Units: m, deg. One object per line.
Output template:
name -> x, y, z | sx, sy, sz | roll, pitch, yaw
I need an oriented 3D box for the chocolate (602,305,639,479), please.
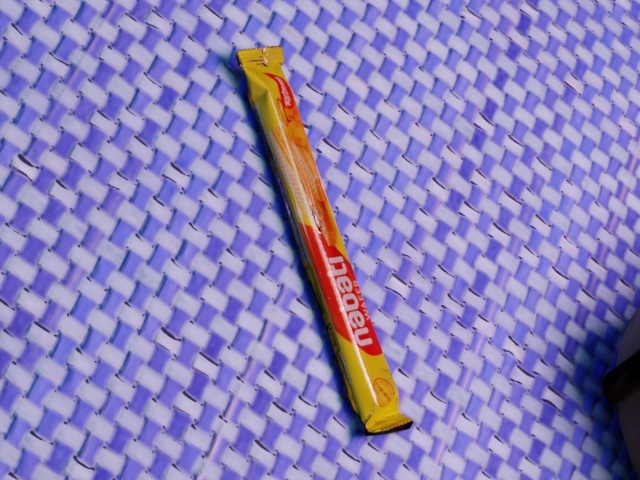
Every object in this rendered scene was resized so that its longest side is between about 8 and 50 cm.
chocolate -> 0.324, 0.127, 1.253 | 0.186, 0.283, 0.283 | -19, 84, -16

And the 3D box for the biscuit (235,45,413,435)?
biscuit -> 0.000, 0.000, 1.202 | 0.048, 0.026, 0.292 | -10, 78, -56
